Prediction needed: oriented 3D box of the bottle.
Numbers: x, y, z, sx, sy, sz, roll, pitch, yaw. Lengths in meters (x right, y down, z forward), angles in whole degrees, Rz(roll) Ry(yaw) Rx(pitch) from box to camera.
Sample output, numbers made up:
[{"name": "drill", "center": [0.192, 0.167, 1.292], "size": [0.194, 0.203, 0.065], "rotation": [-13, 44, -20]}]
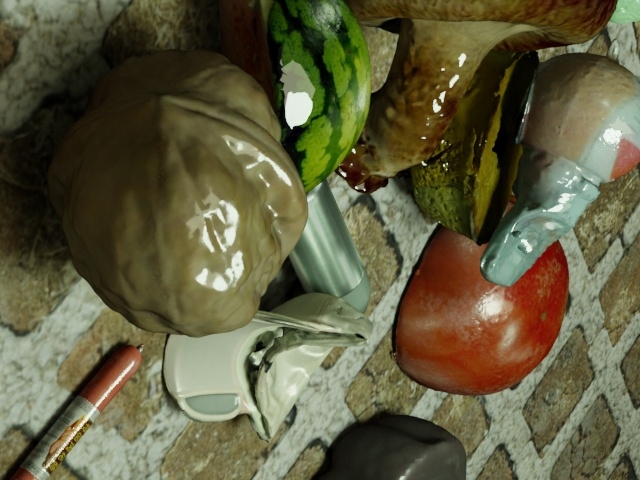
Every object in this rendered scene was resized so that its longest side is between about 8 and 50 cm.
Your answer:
[{"name": "bottle", "center": [0.000, 0.000, 1.722], "size": [0.253, 0.080, 0.096], "rotation": [66, 33, -47]}]

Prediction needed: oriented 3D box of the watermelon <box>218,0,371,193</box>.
[{"name": "watermelon", "center": [-0.036, -0.132, 1.474], "size": [0.128, 0.159, 0.303], "rotation": [-72, 166, -52]}]

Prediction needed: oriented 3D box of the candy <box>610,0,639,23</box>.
[{"name": "candy", "center": [0.334, -0.404, 1.916], "size": [0.440, 0.119, 0.119], "rotation": [23, 91, -49]}]

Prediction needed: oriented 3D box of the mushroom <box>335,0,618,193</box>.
[{"name": "mushroom", "center": [0.140, -0.239, 1.560], "size": [0.331, 0.334, 0.356], "rotation": [38, 65, -53]}]

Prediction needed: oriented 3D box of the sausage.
[{"name": "sausage", "center": [-0.268, 0.204, 1.524], "size": [0.253, 0.034, 0.034], "rotation": [-51, 144, -18]}]

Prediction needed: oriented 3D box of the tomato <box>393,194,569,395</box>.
[{"name": "tomato", "center": [0.259, 0.093, 2.073], "size": [0.338, 0.144, 0.338], "rotation": [-34, 136, -41]}]

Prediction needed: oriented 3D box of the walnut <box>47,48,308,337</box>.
[{"name": "walnut", "center": [-0.136, -0.044, 1.367], "size": [0.273, 0.227, 0.273], "rotation": [-42, 143, -42]}]

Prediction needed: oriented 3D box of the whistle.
[{"name": "whistle", "center": [0.313, -0.092, 1.825], "size": [0.189, 0.189, 0.347], "rotation": [27, 88, -56]}]

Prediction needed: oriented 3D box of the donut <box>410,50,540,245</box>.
[{"name": "donut", "center": [0.197, -0.132, 1.859], "size": [0.272, 0.107, 0.272], "rotation": [16, 90, -71]}]

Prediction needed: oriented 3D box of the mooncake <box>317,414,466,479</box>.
[{"name": "mooncake", "center": [0.093, 0.358, 2.019], "size": [0.245, 0.133, 0.244], "rotation": [-32, 134, -40]}]

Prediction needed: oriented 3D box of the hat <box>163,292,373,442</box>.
[{"name": "hat", "center": [-0.071, 0.118, 1.692], "size": [0.226, 0.164, 0.219], "rotation": [31, 123, -21]}]

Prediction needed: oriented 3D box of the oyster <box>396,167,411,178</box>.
[{"name": "oyster", "center": [0.107, -0.114, 1.831], "size": [0.132, 0.029, 0.086], "rotation": [-9, 116, -58]}]
